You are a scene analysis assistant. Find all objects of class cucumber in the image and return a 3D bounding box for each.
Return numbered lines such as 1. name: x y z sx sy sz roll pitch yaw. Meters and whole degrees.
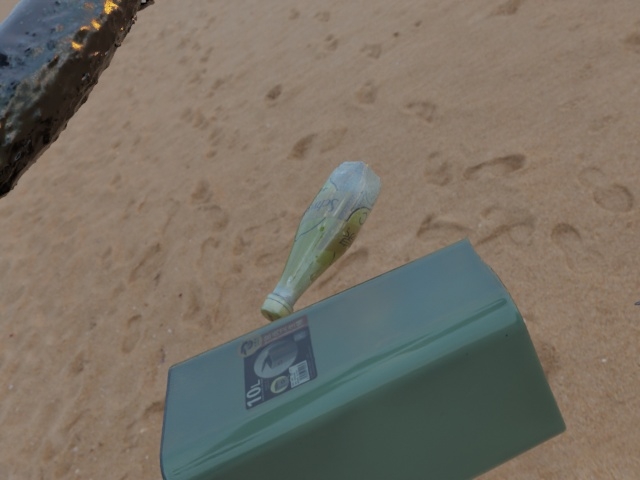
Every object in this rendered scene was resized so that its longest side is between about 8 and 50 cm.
1. cucumber: -0.160 -0.088 0.315 0.067 0.067 0.245 -11 48 32

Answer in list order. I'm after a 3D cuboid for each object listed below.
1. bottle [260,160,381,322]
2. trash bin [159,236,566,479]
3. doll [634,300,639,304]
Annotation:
1. bottle: 0.000 0.000 0.799 0.083 0.083 0.270 1 48 42
2. trash bin: 0.043 0.165 0.589 0.343 0.223 0.158 -29 31 6
3. doll: 0.278 0.102 0.338 0.110 0.107 0.181 -13 67 8
